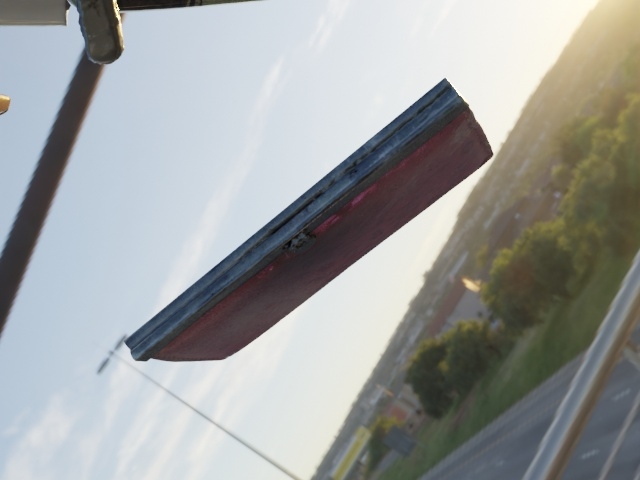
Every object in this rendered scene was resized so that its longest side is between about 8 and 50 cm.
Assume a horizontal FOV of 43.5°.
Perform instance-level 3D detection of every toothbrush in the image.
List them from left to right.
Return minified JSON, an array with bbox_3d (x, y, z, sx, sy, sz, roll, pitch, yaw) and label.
[{"bbox_3d":[-0.163,-0.255,0.506,0.030,0.030,0.298,-20,-56,-24],"label":"toothbrush"}]

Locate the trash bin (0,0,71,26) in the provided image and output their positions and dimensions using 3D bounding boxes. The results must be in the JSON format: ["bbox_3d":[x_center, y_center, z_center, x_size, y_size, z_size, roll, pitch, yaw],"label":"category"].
[{"bbox_3d":[-0.529,-0.409,1.094,0.256,0.367,0.296,109,158,-47],"label":"trash bin"}]

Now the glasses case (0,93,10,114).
[{"bbox_3d":[-0.448,-0.143,0.902,0.102,0.193,0.070,-2,-79,-78],"label":"glasses case"}]

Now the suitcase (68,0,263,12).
[{"bbox_3d":[-0.154,-0.407,0.881,0.339,0.352,0.194,-11,-42,-22],"label":"suitcase"}]

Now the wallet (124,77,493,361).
[{"bbox_3d":[0.000,0.000,0.485,0.232,0.025,0.119,-38,-18,11],"label":"wallet"}]
